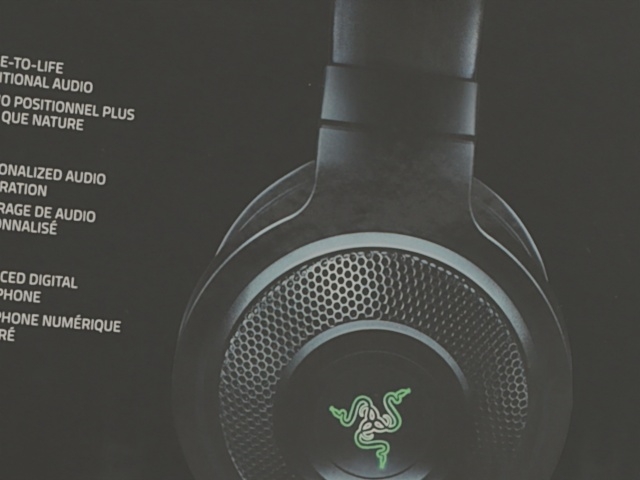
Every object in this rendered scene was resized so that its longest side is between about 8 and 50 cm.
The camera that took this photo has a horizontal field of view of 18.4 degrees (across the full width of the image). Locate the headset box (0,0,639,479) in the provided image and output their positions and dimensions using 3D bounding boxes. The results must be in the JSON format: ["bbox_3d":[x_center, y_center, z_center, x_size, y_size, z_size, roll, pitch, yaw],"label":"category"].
[{"bbox_3d":[0.000,0.000,0.564,0.131,0.246,0.283,178,98,-76],"label":"headset box"}]
